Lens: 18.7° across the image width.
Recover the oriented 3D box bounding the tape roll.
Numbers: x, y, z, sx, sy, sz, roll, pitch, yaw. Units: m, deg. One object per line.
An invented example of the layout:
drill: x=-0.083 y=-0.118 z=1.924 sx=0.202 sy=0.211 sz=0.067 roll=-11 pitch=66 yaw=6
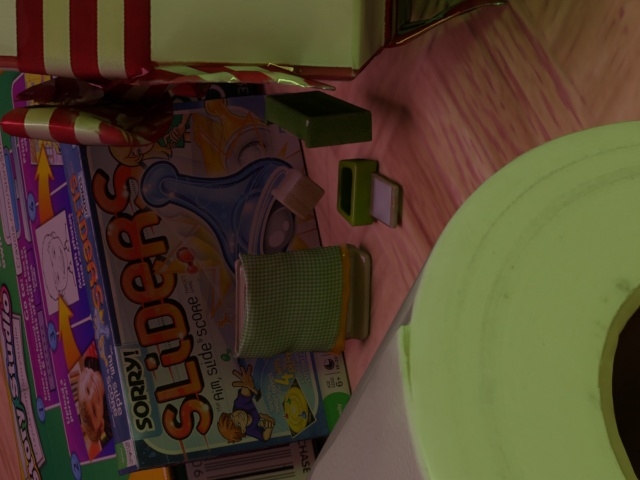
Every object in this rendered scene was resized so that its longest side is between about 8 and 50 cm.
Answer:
tape roll: x=0.116 y=0.106 z=0.621 sx=0.246 sy=0.246 sz=0.169 roll=67 pitch=150 yaw=29

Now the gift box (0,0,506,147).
gift box: x=-0.059 y=-0.178 z=0.860 sx=0.255 sy=0.276 sz=0.258 roll=-44 pitch=-43 yaw=-72

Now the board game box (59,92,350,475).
board game box: x=-0.065 y=0.022 z=1.098 sx=0.035 sy=0.136 sz=0.201 roll=-27 pitch=73 yaw=63

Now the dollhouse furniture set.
dollhouse furniture set: x=0.000 y=0.000 z=1.027 sx=0.058 sy=0.076 sz=0.151 roll=33 pitch=125 yaw=59

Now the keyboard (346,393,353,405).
keyboard: x=0.034 y=0.102 z=0.989 sx=0.192 sy=0.038 sz=0.100 roll=117 pitch=162 yaw=-60

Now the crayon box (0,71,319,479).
crayon box: x=-0.130 y=0.015 z=1.269 sx=0.313 sy=0.106 sz=0.362 roll=157 pitch=104 yaw=-65
